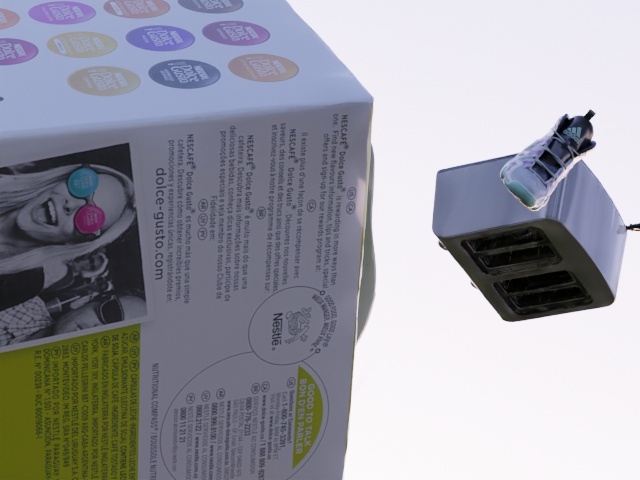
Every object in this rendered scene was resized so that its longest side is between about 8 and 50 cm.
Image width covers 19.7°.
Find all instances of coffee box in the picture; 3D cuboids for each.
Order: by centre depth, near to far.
[{"bbox_3d":[-0.174,-0.009,1.432,0.337,0.334,0.338,-126,-147,-55],"label":"coffee box"}]

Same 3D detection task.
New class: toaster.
[{"bbox_3d":[0.229,-0.008,1.953,0.186,0.110,0.168,-11,-42,30],"label":"toaster"}]

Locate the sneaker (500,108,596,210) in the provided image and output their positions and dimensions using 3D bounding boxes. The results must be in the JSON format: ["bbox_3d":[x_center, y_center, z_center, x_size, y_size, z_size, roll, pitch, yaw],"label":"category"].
[{"bbox_3d":[0.159,-0.061,1.236,0.038,0.098,0.069,43,-65,-4],"label":"sneaker"}]

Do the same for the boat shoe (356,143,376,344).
[{"bbox_3d":[-0.001,0.000,1.590,0.081,0.079,0.227,34,-57,57],"label":"boat shoe"}]
